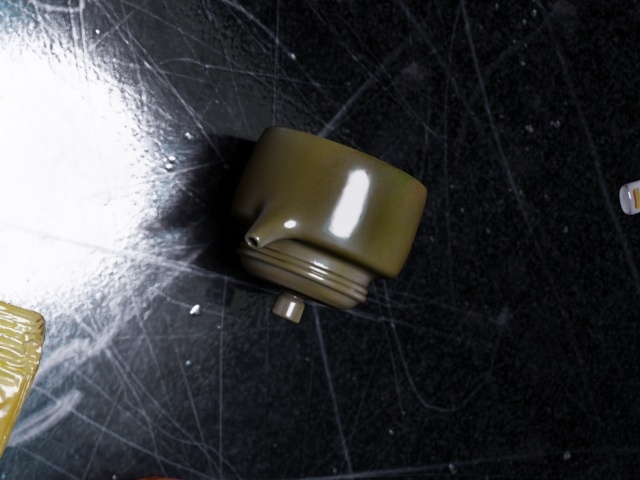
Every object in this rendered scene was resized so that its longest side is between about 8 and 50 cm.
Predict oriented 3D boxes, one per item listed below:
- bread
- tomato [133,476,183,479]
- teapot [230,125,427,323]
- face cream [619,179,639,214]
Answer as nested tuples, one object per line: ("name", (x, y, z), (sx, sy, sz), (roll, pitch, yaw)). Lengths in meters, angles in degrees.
("bread", (-0.328, 0.141, 1.074), (0.114, 0.132, 0.190), (21, 81, -25))
("tomato", (-0.152, 0.333, 1.144), (0.208, 0.184, 0.208), (-1, 91, -27))
("teapot", (0.000, 0.000, 1.216), (0.268, 0.186, 0.175), (29, 83, -62))
("face cream", (0.414, -0.060, 1.512), (0.083, 0.021, 0.040), (-16, 101, -26))
